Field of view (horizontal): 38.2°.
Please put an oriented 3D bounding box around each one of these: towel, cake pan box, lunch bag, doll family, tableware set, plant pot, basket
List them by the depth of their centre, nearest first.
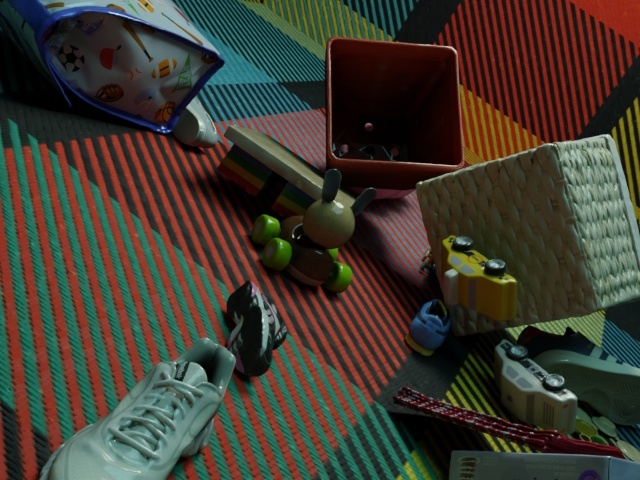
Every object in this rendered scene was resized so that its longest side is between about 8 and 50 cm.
[{"bbox_3d":[0.339,0.322,1.182,0.245,0.070,0.267,18,-19,-33],"label":"cake pan box"},{"bbox_3d":[0.259,0.259,1.280,0.199,0.031,0.275,23,-9,-40],"label":"towel"},{"bbox_3d":[0.443,0.314,1.633,0.104,0.024,0.154,13,26,-20],"label":"tableware set"},{"bbox_3d":[-0.427,-0.391,1.665,0.328,0.239,0.385,47,16,29],"label":"lunch bag"},{"bbox_3d":[0.516,0.356,1.689,0.168,0.020,0.141,22,21,-26],"label":"tableware set"},{"bbox_3d":[0.396,0.000,1.741,0.266,0.328,0.331,-11,87,-52],"label":"basket"},{"bbox_3d":[0.124,-0.232,1.898,0.267,0.236,0.267,3,70,-10],"label":"plant pot"},{"bbox_3d":[0.275,0.061,1.947,0.111,0.076,0.193,38,24,-1],"label":"doll family"}]

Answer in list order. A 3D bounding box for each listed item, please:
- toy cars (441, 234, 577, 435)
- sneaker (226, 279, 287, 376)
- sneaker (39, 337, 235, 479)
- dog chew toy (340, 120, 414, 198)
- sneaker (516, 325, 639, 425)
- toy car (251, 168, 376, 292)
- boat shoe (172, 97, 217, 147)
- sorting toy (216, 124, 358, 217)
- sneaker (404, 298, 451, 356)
[{"bbox_3d":[0.294,0.163,1.569,0.087,0.176,0.394,-20,75,-22],"label":"toy cars"},{"bbox_3d":[-0.075,0.122,1.237,0.077,0.072,0.178,37,22,-24],"label":"sneaker"},{"bbox_3d":[-0.164,0.178,0.879,0.110,0.118,0.292,36,20,2],"label":"sneaker"},{"bbox_3d":[0.164,-0.191,2.195,0.206,0.207,0.332,42,13,23],"label":"dog chew toy"},{"bbox_3d":[0.529,0.249,1.798,0.350,0.131,0.148,23,26,-27],"label":"sneaker"},{"bbox_3d":[0.004,-0.031,1.542,0.155,0.188,0.149,22,22,-31],"label":"toy car"},{"bbox_3d":[-0.278,-0.258,1.833,0.081,0.079,0.227,23,25,-54],"label":"boat shoe"},{"bbox_3d":[-0.057,-0.103,1.734,0.255,0.089,0.257,35,9,7],"label":"sorting toy"},{"bbox_3d":[0.207,0.137,1.632,0.069,0.082,0.209,34,17,7],"label":"sneaker"}]
